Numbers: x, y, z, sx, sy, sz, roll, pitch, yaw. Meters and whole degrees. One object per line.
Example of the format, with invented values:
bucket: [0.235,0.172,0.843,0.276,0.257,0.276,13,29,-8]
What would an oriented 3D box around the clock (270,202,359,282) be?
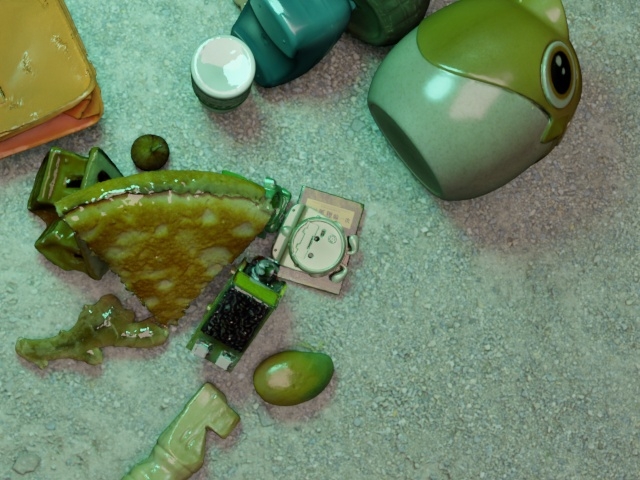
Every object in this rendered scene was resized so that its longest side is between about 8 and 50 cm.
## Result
clock: [-0.009,0.011,1.764,0.191,0.062,0.151,24,87,-6]

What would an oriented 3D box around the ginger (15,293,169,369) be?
ginger: [-0.514,0.211,1.699,0.333,0.081,0.148,-18,108,-8]

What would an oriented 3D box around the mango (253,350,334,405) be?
mango: [-0.060,0.315,1.765,0.194,0.092,0.130,-20,90,-18]

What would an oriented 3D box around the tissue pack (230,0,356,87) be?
tissue pack: [-0.059,-0.478,1.677,0.206,0.287,0.198,-37,92,-25]

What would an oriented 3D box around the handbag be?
handbag: [-0.663,-0.400,1.615,0.303,0.116,0.410,-24,77,-10]

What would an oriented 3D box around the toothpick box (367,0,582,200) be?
toothpick box: [0.356,-0.324,1.671,0.425,0.409,0.409,-38,95,0]

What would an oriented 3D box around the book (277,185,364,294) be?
book: [0.000,0.000,1.809,0.160,0.024,0.228,17,87,-6]

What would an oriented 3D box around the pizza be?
pizza: [-0.339,0.020,1.619,0.439,0.130,0.406,-2,132,-22]

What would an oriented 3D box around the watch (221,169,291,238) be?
watch: [-0.167,-0.089,1.739,0.152,0.165,0.131,22,87,16]

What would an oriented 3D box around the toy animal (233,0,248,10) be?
toy animal: [-0.155,-0.597,1.764,0.083,0.089,0.150,39,75,-3]

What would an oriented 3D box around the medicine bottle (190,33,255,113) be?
medicine bottle: [-0.218,-0.357,1.671,0.139,0.237,0.139,0,89,-10]

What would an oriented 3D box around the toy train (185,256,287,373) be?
toy train: [-0.178,0.159,1.680,0.134,0.177,0.261,31,113,-8]

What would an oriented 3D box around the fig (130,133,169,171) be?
fig: [-0.381,-0.200,1.699,0.088,0.125,0.089,0,89,-14]

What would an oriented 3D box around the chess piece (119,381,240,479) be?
chess piece: [-0.312,0.467,1.715,0.137,0.137,0.301,40,73,-6]

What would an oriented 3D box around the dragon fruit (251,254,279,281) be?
dragon fruit: [-0.139,0.080,1.768,0.060,0.056,0.083,-31,96,-9]

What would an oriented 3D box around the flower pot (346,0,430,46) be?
flower pot: [0.120,-0.599,1.710,0.302,0.302,0.213,42,79,-6]

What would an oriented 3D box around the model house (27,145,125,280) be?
model house: [-0.552,-0.070,1.651,0.239,0.173,0.268,13,85,23]
